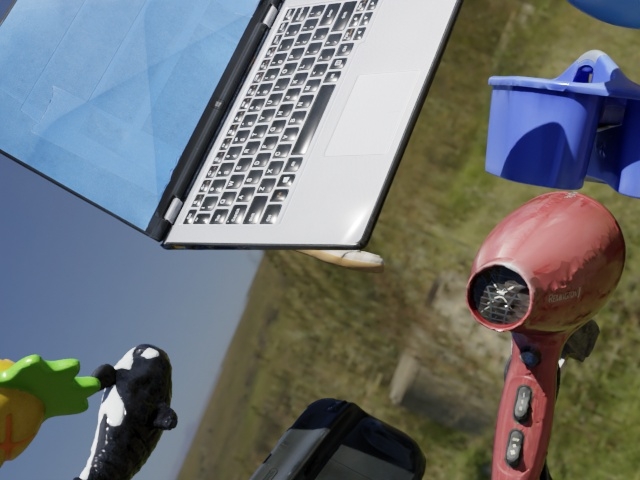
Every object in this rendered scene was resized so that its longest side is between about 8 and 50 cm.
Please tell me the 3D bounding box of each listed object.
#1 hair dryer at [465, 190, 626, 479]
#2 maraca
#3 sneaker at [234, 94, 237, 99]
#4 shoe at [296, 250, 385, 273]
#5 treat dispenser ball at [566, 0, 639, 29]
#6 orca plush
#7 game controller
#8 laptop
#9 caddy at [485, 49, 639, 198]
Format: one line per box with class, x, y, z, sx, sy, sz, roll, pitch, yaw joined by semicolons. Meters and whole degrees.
hair dryer;0.142;0.080;0.736;0.293;0.080;0.224;60;-142;-52
maraca;-0.275;0.138;0.994;0.127;0.185;0.099;62;-170;-61
sneaker;-0.079;-0.232;2.083;0.112;0.296;0.131;-44;-38;-49
shoe;0.000;0.000;1.801;0.076;0.219;0.058;-169;97;-75
treat dispenser ball;0.356;-0.371;1.293;0.288;0.288;0.288;23;-90;-89
orca plush;-0.248;0.242;1.630;0.151;0.102;0.287;68;-153;-18
game controller;-0.011;0.312;1.377;0.319;0.166;0.067;-48;-18;-38
laptop;-0.109;-0.208;1.297;0.236;0.407;0.382;52;-130;-42
caddy;0.344;-0.159;1.582;0.341;0.241;0.179;-119;37;-81
